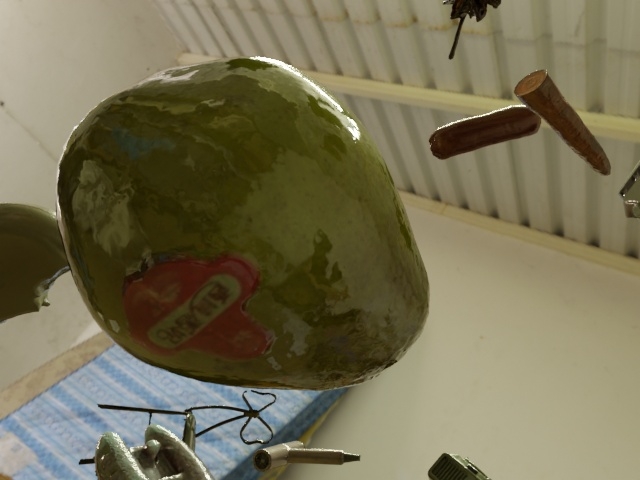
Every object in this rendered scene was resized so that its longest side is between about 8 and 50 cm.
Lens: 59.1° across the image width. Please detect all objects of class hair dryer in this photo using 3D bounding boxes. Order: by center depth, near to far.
[{"bbox_3d":[-0.023,0.530,1.365,0.221,0.053,0.195,-2,-13,24],"label":"hair dryer"}]

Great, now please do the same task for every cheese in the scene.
[{"bbox_3d":[-0.436,0.027,0.819,0.091,0.203,0.175,-103,174,-66],"label":"cheese"}]

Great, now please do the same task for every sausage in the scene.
[{"bbox_3d":[0.433,-0.286,1.478,0.083,0.300,0.089,-113,-173,-72],"label":"sausage"}]

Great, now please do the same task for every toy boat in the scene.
[{"bbox_3d":[-0.212,0.337,0.785,0.227,0.085,0.155,41,14,34],"label":"toy boat"}]

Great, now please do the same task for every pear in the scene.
[{"bbox_3d":[-0.045,0.006,0.514,0.375,0.287,0.287,31,-17,-22],"label":"pear"}]

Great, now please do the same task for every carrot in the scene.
[{"bbox_3d":[0.399,-0.173,0.896,0.224,0.057,0.057,42,-21,-17],"label":"carrot"}]

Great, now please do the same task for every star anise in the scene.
[{"bbox_3d":[0.349,-0.587,1.372,0.234,0.073,0.177,-44,-116,41],"label":"star anise"}]

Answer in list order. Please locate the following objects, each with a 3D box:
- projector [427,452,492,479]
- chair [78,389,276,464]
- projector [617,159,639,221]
[{"bbox_3d":[0.334,0.529,1.095,0.269,0.088,0.193,38,-14,28],"label":"projector"},{"bbox_3d":[-0.243,0.376,1.023,0.326,0.170,0.159,2,-60,-7],"label":"chair"},{"bbox_3d":[0.837,-0.121,1.326,0.242,0.164,0.177,92,-20,-57],"label":"projector"}]
